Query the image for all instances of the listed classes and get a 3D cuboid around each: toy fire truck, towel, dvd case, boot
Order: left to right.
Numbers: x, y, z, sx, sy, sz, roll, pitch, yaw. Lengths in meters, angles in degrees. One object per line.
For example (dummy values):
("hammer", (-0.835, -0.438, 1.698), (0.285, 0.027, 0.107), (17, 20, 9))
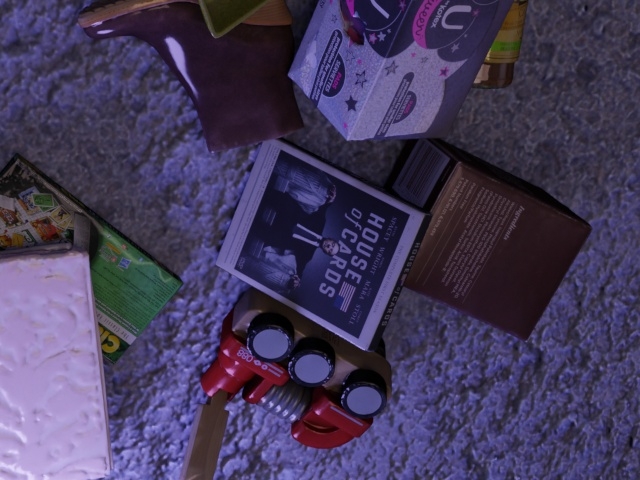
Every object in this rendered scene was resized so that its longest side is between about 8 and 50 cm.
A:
("towel", (-0.424, 0.163, 1.886), (0.332, 0.053, 0.317), (-6, 113, -9))
("boot", (-0.144, -0.198, 1.831), (0.248, 0.090, 0.206), (-13, 108, -15))
("toy fire truck", (-0.058, 0.205, 1.979), (0.217, 0.158, 0.246), (32, 117, -17))
("dvd case", (0.000, 0.000, 1.883), (0.029, 0.239, 0.179), (3, 112, -59))

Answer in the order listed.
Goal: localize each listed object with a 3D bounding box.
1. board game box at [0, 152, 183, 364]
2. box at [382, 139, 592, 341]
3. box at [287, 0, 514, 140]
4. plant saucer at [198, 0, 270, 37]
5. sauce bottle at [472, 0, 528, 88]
("board game box", (-0.305, 0.025, 1.899), (0.260, 0.030, 0.136), (40, 92, -23))
("box", (0.185, -0.009, 1.944), (0.203, 0.168, 0.167), (25, 100, -21))
("box", (0.097, -0.248, 1.790), (0.163, 0.142, 0.247), (-5, 131, -39))
("plant saucer", (-0.093, -0.351, 1.748), (0.188, 0.045, 0.188), (-40, 130, -28))
("sauce bottle", (0.201, -0.353, 1.863), (0.111, 0.111, 0.344), (2, 109, -16))
